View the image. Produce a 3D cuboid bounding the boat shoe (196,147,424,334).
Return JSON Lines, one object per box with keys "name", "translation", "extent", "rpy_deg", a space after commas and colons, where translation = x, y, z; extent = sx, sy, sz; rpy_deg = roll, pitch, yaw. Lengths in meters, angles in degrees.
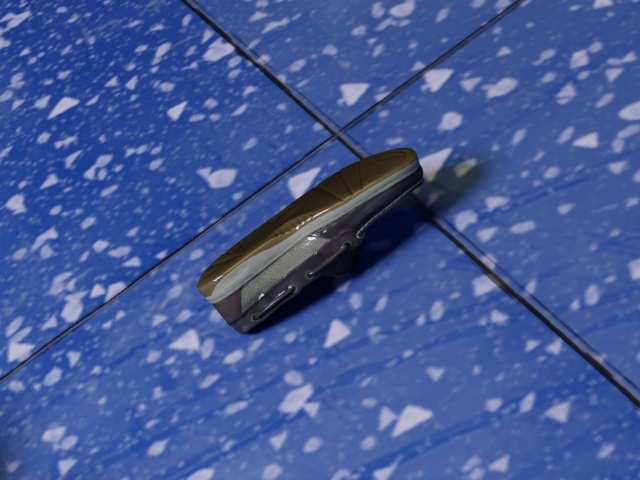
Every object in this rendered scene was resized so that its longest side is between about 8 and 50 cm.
{"name": "boat shoe", "translation": [0.000, 0.000, 1.099], "extent": [0.152, 0.049, 0.056], "rpy_deg": [-32, 18, 6]}
